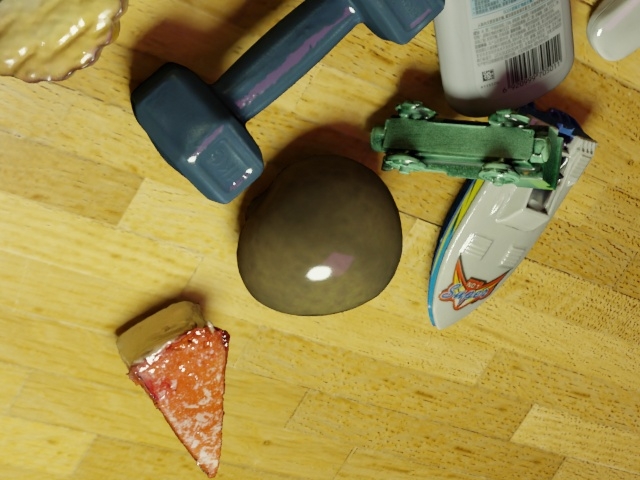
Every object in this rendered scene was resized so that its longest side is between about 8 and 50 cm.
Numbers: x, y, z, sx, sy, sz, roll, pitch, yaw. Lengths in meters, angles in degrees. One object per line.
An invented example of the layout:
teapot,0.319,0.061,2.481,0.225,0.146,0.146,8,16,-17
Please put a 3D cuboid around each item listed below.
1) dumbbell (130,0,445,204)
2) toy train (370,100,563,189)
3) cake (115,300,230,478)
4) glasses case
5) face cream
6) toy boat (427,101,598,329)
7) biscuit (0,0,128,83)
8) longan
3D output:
dumbbell,-0.034,-0.188,1.827,0.325,0.160,0.144,-41,103,-1
toy train,0.160,-0.099,2.004,0.132,0.200,0.083,27,73,-68
cake,-0.137,0.158,2.049,0.117,0.086,0.220,-35,133,-5
glasses case,0.387,-0.288,2.104,0.197,0.049,0.076,-44,134,1
face cream,0.188,-0.291,1.945,0.163,0.080,0.336,-25,132,-14
toy boat,0.210,-0.018,2.154,0.129,0.088,0.295,17,110,-40
biscuit,-0.240,-0.224,1.714,0.118,0.061,0.183,27,108,-6
longan,0.000,0.000,1.981,0.189,0.189,0.189,-18,130,-23
